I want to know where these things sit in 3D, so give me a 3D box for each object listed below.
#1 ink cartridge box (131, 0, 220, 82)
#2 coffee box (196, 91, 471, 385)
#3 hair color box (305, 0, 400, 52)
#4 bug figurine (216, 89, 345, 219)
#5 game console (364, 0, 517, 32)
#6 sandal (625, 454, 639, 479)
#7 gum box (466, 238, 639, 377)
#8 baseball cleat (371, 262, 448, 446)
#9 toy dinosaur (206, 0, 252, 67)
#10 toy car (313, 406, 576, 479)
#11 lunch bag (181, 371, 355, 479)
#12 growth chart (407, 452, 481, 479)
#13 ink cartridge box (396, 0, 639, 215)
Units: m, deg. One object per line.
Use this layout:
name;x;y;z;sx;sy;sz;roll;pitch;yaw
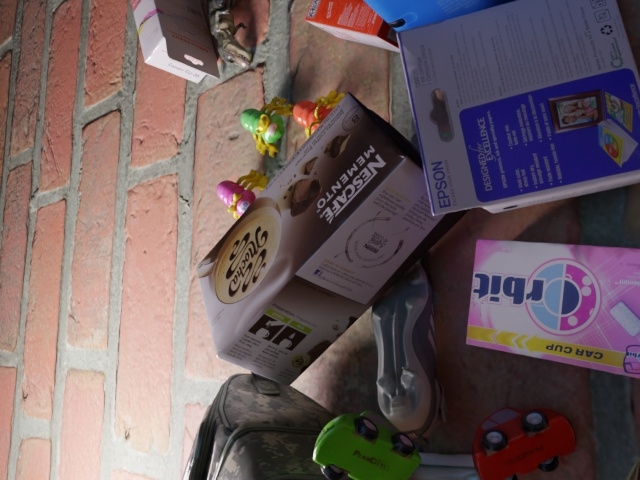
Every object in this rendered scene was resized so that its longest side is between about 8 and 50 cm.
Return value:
ink cartridge box;-0.257;-0.359;1.059;0.067;0.115;0.198;-36;60;33
coffee box;0.000;0.000;0.695;0.297;0.119;0.168;-46;38;16
hair color box;0.053;-0.285;0.780;0.141;0.072;0.043;30;105;42
bug figurine;-0.067;-0.097;0.866;0.216;0.072;0.278;29;104;43
game console;0.164;-0.357;0.587;0.293;0.250;0.173;-17;58;41
sandal;0.284;0.222;0.467;0.120;0.086;0.302;23;100;44
gum box;0.238;0.059;0.554;0.188;0.062;0.107;4;87;44
baseball cleat;0.101;0.125;0.671;0.072;0.109;0.205;-11;45;26
toy dinosaur;-0.162;-0.418;1.019;0.118;0.064;0.268;-45;52;37
toy car;0.091;0.213;0.565;0.239;0.225;0.053;-55;20;12
lunch bag;-0.074;0.338;0.719;0.256;0.213;0.305;34;109;62
growth chart;0.119;0.346;0.652;0.172;0.021;0.237;-9;77;43
ink cartridge box;0.194;-0.135;0.580;0.208;0.045;0.206;-11;74;12
